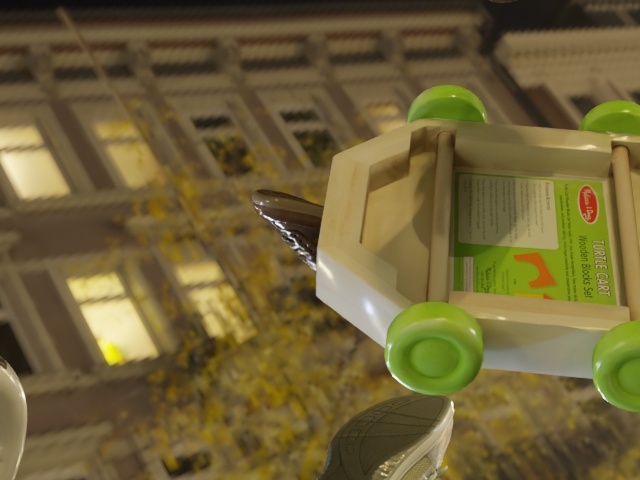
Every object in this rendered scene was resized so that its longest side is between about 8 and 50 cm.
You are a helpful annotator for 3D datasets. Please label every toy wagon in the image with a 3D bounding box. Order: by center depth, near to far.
[{"bbox_3d":[0.173,0.004,0.993,0.344,0.267,0.068,5,-54,3],"label":"toy wagon"}]

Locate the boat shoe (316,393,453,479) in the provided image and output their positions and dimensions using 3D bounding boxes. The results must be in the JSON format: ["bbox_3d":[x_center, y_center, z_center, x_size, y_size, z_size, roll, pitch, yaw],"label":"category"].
[{"bbox_3d":[0.063,0.285,1.787,0.320,0.118,0.103,-50,-47,-49],"label":"boat shoe"}]

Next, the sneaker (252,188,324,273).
[{"bbox_3d":[0.000,0.000,1.670,0.188,0.066,0.071,18,-88,-39],"label":"sneaker"}]

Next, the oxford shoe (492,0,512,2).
[{"bbox_3d":[0.136,-0.179,0.919,0.082,0.227,0.096,-6,-63,27],"label":"oxford shoe"}]

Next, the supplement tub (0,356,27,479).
[{"bbox_3d":[-0.424,0.121,1.323,0.207,0.338,0.207,-31,-48,-40],"label":"supplement tub"}]
